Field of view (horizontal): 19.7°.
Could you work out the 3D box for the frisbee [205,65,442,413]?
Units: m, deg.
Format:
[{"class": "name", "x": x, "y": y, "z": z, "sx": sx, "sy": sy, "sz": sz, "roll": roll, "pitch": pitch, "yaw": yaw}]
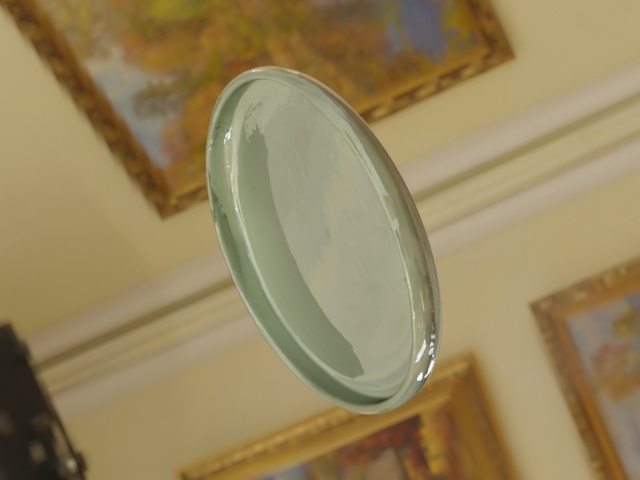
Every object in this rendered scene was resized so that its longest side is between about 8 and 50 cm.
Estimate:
[{"class": "frisbee", "x": 0.000, "y": 0.000, "z": 0.550, "sx": 0.110, "sy": 0.014, "sz": 0.110, "roll": 39, "pitch": 141, "yaw": 41}]
